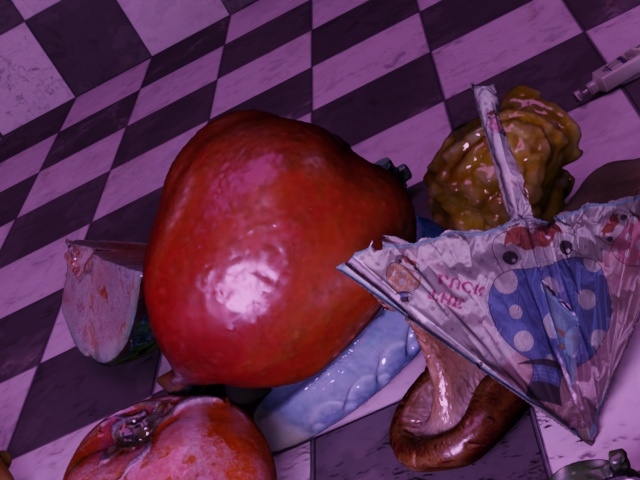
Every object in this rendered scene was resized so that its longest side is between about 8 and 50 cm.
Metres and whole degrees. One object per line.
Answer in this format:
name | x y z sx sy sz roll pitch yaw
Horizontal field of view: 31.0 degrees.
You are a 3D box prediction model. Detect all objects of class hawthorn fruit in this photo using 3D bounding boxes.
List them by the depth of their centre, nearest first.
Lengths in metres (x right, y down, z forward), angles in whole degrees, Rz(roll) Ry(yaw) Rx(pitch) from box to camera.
hawthorn fruit | -0.052 0.008 1.205 0.295 0.295 0.311 -9 32 40

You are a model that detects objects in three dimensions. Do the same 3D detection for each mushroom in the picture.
mushroom | 0.130 0.091 1.142 0.148 0.217 0.227 0 39 50

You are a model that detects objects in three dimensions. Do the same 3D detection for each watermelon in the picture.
watermelon | -0.268 0.073 1.672 0.224 0.180 0.305 -52 28 -16

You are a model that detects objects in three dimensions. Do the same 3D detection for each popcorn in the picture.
popcorn | 0.225 -0.075 1.400 0.189 0.169 0.218 -35 -1 -23

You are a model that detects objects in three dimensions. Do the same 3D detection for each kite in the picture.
kite | 0.208 0.017 1.117 0.406 0.368 0.014 -11 -12 -19

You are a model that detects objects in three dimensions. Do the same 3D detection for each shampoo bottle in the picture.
shampoo bottle | 0.423 -0.240 1.651 0.141 0.034 0.049 -31 32 2

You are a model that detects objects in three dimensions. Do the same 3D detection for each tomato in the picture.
tomato | -0.147 0.266 1.168 0.232 0.188 0.232 -22 22 9

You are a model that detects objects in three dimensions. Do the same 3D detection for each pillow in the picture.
pillow | 0.396 -0.041 1.263 0.302 0.075 0.185 -1 33 50

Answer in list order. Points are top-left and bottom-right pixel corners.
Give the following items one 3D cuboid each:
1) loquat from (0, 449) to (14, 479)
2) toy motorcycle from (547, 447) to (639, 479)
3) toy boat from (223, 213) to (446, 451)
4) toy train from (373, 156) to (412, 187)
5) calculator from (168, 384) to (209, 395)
loquat | -0.470 0.325 1.476 0.172 0.149 0.204 -13 16 37
toy motorcycle | 0.149 0.271 0.901 0.275 0.127 0.205 -17 31 21
toy boat | 0.039 0.113 1.370 0.330 0.123 0.215 -46 28 -3
toy train | 0.054 -0.062 1.698 0.172 0.070 0.099 -31 14 0
calculator | -0.140 0.148 1.452 0.177 0.040 0.268 -62 0 39
